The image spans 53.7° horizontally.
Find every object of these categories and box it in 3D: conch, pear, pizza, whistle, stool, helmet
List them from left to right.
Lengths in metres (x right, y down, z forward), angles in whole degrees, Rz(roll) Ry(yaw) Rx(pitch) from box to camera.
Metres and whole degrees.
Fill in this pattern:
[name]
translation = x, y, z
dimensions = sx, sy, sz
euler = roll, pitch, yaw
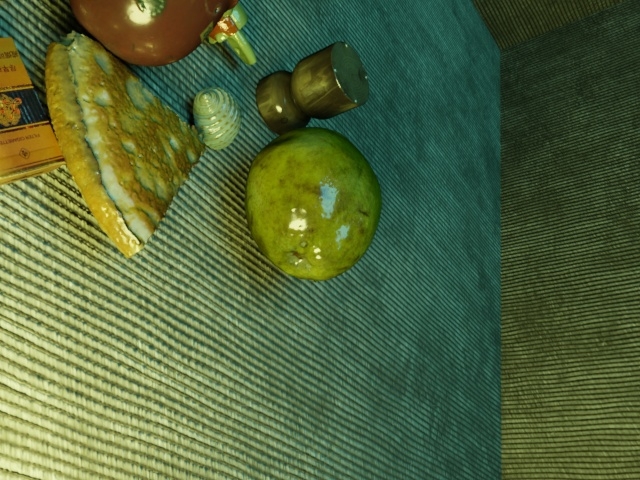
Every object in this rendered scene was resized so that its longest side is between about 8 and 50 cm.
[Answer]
[helmet]
translation = -0.367, -0.473, 1.272
dimensions = 0.337, 0.385, 0.230
euler = 26, 90, -20
[pizza]
translation = -0.369, -0.178, 1.288
dimensions = 0.406, 0.130, 0.440
euler = -7, 77, -67
[conch]
translation = -0.243, -0.294, 1.522
dimensions = 0.153, 0.102, 0.135
euler = 41, 62, -41
[whistle]
translation = -0.254, -0.567, 1.594
dimensions = 0.106, 0.131, 0.288
euler = -45, 122, -19
[pear]
translation = -0.024, -0.095, 1.556
dimensions = 0.352, 0.352, 0.413
euler = 47, 37, -35
[stool]
translation = -0.021, -0.412, 1.731
dimensions = 0.179, 0.264, 0.179
euler = 26, 56, -49

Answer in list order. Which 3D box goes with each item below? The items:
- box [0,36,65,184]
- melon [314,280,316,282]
[box]
translation = -0.554, -0.217, 1.072
dimensions = 0.152, 0.070, 0.237
euler = -34, 107, -55
[melon]
translation = 0.001, 0.001, 1.818
dimensions = 0.114, 0.053, 0.262
euler = 60, 37, -52
